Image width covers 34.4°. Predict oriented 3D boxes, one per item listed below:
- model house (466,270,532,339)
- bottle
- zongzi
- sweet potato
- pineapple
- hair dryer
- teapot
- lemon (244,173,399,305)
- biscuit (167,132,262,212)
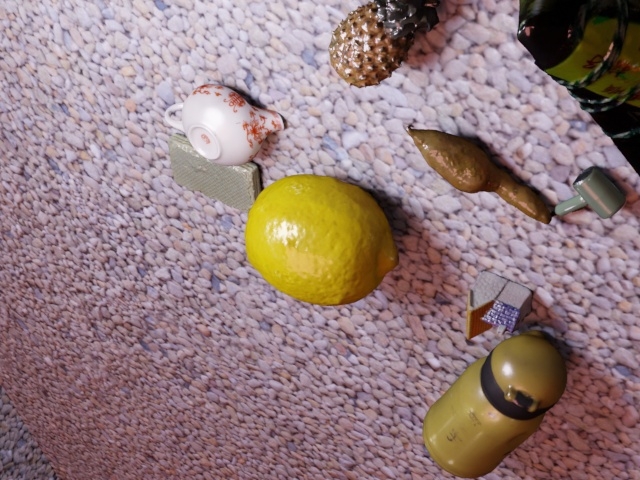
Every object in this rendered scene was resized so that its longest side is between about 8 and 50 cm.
[{"bbox_3d":[0.299,0.125,1.775,0.101,0.100,0.087,21,140,22],"label":"model house"},{"bbox_3d":[0.326,0.293,1.879,0.172,0.171,0.351,36,142,5],"label":"bottle"},{"bbox_3d":[0.373,-0.220,1.248,0.384,0.319,0.362,19,142,-2],"label":"zongzi"},{"bbox_3d":[0.243,-0.104,1.608,0.270,0.074,0.075,31,145,-5],"label":"sweet potato"},{"bbox_3d":[0.113,-0.313,1.460,0.125,0.125,0.251,47,139,-10],"label":"pineapple"},{"bbox_3d":[0.388,-0.059,1.560,0.071,0.047,0.150,46,154,-6],"label":"hair dryer"},{"bbox_3d":[-0.188,-0.208,1.855,0.246,0.116,0.159,24,153,29],"label":"teapot"},{"bbox_3d":[0.000,0.000,1.799,0.288,0.233,0.233,18,140,14],"label":"lemon"},{"bbox_3d":[-0.204,-0.128,1.996,0.199,0.040,0.121,22,139,23],"label":"biscuit"}]
